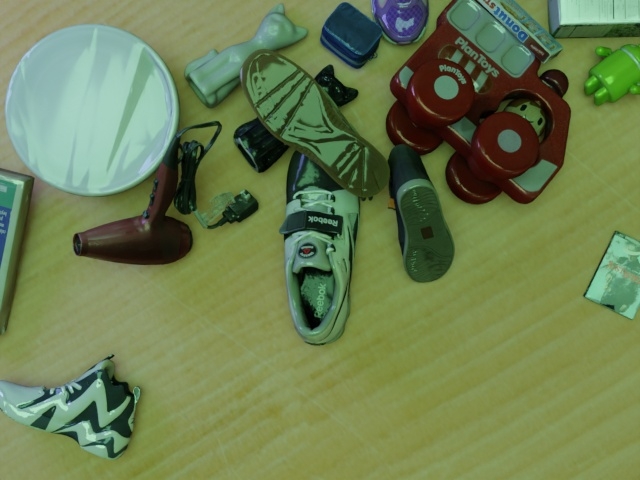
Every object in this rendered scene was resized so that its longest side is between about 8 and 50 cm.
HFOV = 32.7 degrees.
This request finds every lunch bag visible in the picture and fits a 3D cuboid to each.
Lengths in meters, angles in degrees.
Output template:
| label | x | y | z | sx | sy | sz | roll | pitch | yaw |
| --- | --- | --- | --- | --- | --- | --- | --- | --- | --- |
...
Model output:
| label | x | y | z | sx | sy | sz | roll | pitch | yaw |
| --- | --- | --- | --- | --- | --- | --- | --- | --- | --- |
| lunch bag | 0.052 | -0.325 | 1.756 | 0.098 | 0.065 | 0.067 | 39 | 75 | 4 |

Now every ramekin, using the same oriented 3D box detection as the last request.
| label | x | y | z | sx | sy | sz | roll | pitch | yaw |
| --- | --- | --- | --- | --- | --- | --- | --- | --- | --- |
| ramekin | -0.350 | -0.199 | 1.737 | 0.273 | 0.127 | 0.272 | 0 | 88 | 3 |

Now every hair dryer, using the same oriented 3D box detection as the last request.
| label | x | y | z | sx | sy | sz | roll | pitch | yaw |
| --- | --- | --- | --- | --- | --- | --- | --- | --- | --- |
| hair dryer | -0.255 | -0.057 | 1.702 | 0.293 | 0.223 | 0.080 | -35 | 44 | -7 |

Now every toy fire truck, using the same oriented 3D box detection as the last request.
| label | x | y | z | sx | sy | sz | roll | pitch | yaw |
| --- | --- | --- | --- | --- | --- | --- | --- | --- | --- |
| toy fire truck | 0.265 | -0.217 | 1.707 | 0.302 | 0.169 | 0.254 | 40 | 72 | 2 |

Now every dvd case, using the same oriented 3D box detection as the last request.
| label | x | y | z | sx | sy | sz | roll | pitch | yaw |
| --- | --- | --- | --- | --- | --- | --- | --- | --- | --- |
| dvd case | 0.487 | 0.056 | 1.752 | 0.087 | 0.013 | 0.119 | 26 | 89 | 3 |

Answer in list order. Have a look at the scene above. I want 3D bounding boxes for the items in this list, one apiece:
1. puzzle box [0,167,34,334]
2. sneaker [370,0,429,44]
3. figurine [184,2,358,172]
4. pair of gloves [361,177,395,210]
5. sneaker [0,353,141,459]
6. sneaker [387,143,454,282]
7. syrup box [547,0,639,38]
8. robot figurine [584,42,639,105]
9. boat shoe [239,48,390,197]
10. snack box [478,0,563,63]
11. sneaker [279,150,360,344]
| label | x | y | z | sx | sy | sz | roll | pitch | yaw |
| --- | --- | --- | --- | --- | --- | --- | --- | --- | --- |
| puzzle box | -0.681 | -0.020 | 1.754 | 0.409 | 0.052 | 0.272 | 15 | 102 | 2 |
| sneaker | 0.130 | -0.433 | 1.737 | 0.095 | 0.104 | 0.236 | 2 | 89 | 1 |
| figurine | -0.080 | -0.253 | 1.756 | 0.209 | 0.092 | 0.215 | -37 | 87 | -8 |
| pair of gloves | 0.104 | -0.092 | 1.773 | 0.083 | 0.010 | 0.074 | 17 | 89 | 2 |
| sneaker | -0.395 | 0.236 | 1.743 | 0.235 | 0.094 | 0.153 | 25 | 88 | 3 |
| sneaker | 0.157 | -0.042 | 1.716 | 0.083 | 0.222 | 0.118 | -11 | 43 | 0 |
| syrup box | 0.486 | -0.377 | 1.725 | 0.237 | 0.093 | 0.096 | -2 | 88 | 2 |
| robot figurine | 0.475 | -0.265 | 1.735 | 0.115 | 0.067 | 0.101 | -36 | 67 | 1 |
| boat shoe | -0.013 | -0.176 | 1.681 | 0.104 | 0.089 | 0.285 | -43 | 97 | 3 |
| snack box | 0.308 | -0.355 | 1.739 | 0.178 | 0.064 | 0.022 | 46 | 125 | 8 |
| sneaker | 0.000 | 0.000 | 1.709 | 0.122 | 0.146 | 0.330 | -4 | 87 | 6 |
